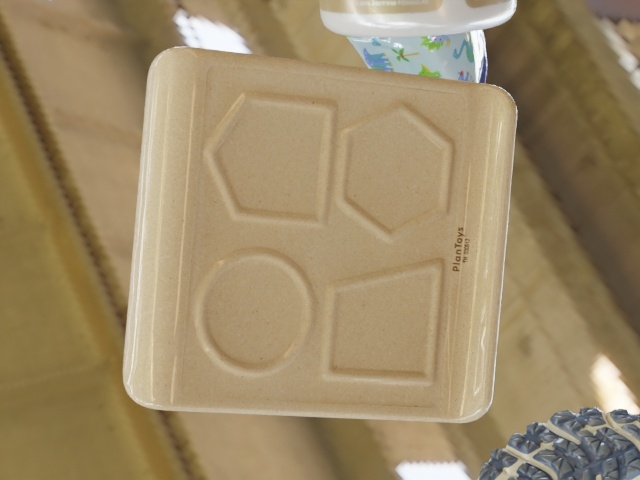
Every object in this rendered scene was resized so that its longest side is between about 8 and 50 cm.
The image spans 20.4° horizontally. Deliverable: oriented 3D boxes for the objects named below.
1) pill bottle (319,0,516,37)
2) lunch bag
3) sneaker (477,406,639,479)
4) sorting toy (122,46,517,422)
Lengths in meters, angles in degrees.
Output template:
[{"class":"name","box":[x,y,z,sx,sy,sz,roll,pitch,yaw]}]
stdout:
[{"class":"pill bottle","box":[0.068,-0.292,1.339,0.153,0.264,0.153,-3,-166,1]},{"class":"lunch bag","box":[0.090,-0.199,1.566,0.129,0.096,0.151,55,-138,-43]},{"class":"sneaker","box":[0.077,0.111,0.658,0.058,0.135,0.052,57,-173,-30]},{"class":"sorting toy","box":[0.000,0.000,0.979,0.208,0.038,0.193,5,-90,-18]}]
